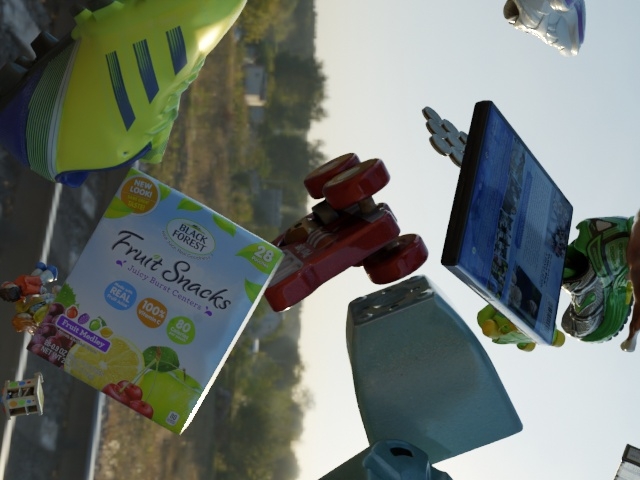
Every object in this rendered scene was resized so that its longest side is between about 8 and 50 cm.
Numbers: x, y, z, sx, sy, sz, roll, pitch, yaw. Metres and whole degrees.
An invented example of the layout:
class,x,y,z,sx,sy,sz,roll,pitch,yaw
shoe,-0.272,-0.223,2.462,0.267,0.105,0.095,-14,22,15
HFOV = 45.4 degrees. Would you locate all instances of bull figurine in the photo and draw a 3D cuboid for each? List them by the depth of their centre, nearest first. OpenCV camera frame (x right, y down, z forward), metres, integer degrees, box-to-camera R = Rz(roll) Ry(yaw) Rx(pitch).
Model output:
class,x,y,z,sx,sy,sz,roll,pitch,yaw
bull figurine,0.489,0.019,1.087,0.310,0.101,0.188,-49,145,-49

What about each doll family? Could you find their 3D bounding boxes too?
class,x,y,z,sx,sy,sz,roll,pitch,yaw
doll family,-0.500,0.130,1.490,0.163,0.263,0.118,-53,143,-65

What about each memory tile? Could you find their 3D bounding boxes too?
class,x,y,z,sx,sy,sz,roll,pitch,yaw
memory tile,0.206,-0.132,1.113,0.012,0.148,0.113,-44,-149,30

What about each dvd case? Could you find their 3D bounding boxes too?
class,x,y,z,sx,sy,sz,roll,pitch,yaw
dvd case,0.211,-0.010,0.825,0.253,0.022,0.180,35,63,-46

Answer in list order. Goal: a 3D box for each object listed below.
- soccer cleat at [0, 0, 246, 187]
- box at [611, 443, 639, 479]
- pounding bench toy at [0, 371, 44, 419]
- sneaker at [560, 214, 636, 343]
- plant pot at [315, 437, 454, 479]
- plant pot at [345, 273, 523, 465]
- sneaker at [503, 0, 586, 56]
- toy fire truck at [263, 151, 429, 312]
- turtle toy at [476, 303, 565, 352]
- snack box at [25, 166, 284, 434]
class,x,y,z,sx,sy,sz,roll,pitch,yaw
soccer cleat,-0.130,-0.113,0.532,0.289,0.121,0.093,-18,-146,42
box,0.601,0.438,1.377,0.036,0.136,0.225,-60,154,-24
pounding bench toy,-0.538,0.274,1.381,0.083,0.065,0.052,-117,-156,-59
sneaker,0.470,0.062,1.332,0.343,0.146,0.134,87,14,-53
plant pot,0.045,0.479,1.096,0.334,0.341,0.341,-45,-157,21
plant pot,0.160,0.206,1.301,0.247,0.248,0.252,-99,167,-77
sneaker,0.480,-0.488,1.634,0.305,0.152,0.114,31,61,-57
toy fire truck,0.000,0.000,1.178,0.169,0.254,0.302,62,-8,-15
turtle toy,0.267,0.110,1.048,0.130,0.095,0.066,-21,-127,51
snack box,-0.160,0.059,0.769,0.207,0.174,0.070,-61,180,-4
